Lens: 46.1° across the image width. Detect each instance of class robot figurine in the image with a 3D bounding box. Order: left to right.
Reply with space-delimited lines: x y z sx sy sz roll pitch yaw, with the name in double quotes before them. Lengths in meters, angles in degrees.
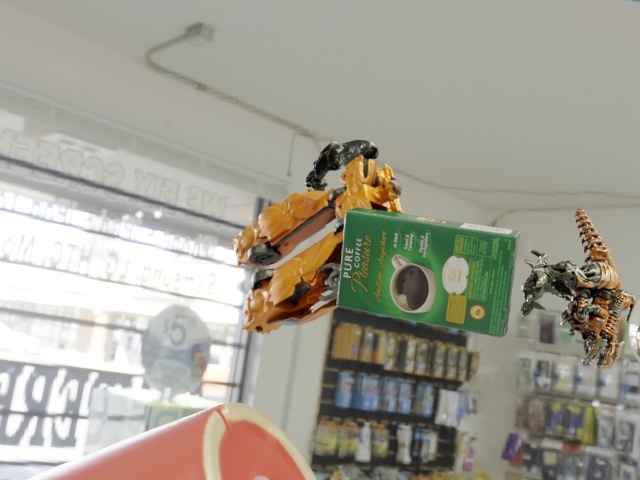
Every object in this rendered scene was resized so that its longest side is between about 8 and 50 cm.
"robot figurine" 0.000 0.000 0.976 0.291 0.211 0.085 -32 -34 34

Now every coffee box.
"coffee box" 0.112 0.031 0.802 0.184 0.113 0.040 8 14 20

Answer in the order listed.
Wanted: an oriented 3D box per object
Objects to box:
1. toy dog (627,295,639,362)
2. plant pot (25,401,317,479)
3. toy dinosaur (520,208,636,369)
"toy dog" 0.582 0.049 0.951 0.395 0.408 0.284 43 14 8
"plant pot" -0.133 0.285 0.667 0.243 0.275 0.275 -34 -24 14
"toy dinosaur" 0.534 0.100 1.544 0.219 0.322 0.164 3 -43 6
